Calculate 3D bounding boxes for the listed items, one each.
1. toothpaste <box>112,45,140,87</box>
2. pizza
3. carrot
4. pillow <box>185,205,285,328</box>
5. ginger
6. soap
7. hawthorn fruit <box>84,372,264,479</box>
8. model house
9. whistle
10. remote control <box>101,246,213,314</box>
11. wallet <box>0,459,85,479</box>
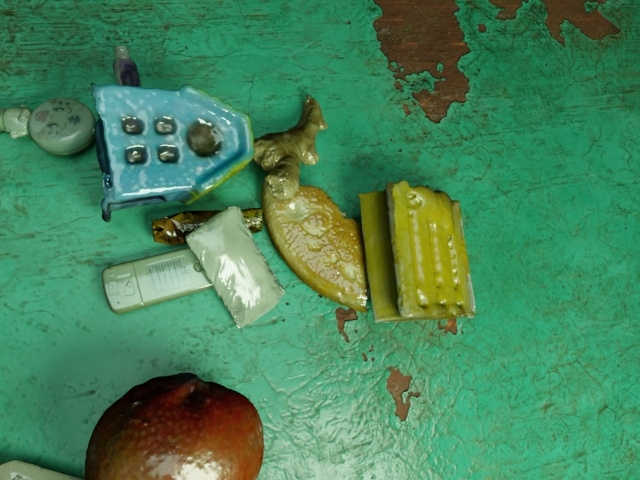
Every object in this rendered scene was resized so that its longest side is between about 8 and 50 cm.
[{"bbox_3d":[-0.397,-0.277,0.996,0.075,0.048,0.301,-11,84,-44],"label":"toothpaste"},{"bbox_3d":[0.000,0.000,1.004,0.365,0.074,0.182,46,72,4],"label":"pizza"},{"bbox_3d":[-0.230,-0.031,0.959,0.229,0.069,0.069,-7,77,-18],"label":"carrot"},{"bbox_3d":[-0.166,0.054,0.929,0.128,0.051,0.229,-34,106,-27],"label":"pillow"},{"bbox_3d":[-0.066,-0.210,1.016,0.148,0.081,0.333,20,48,12],"label":"ginger"},{"bbox_3d":[0.216,0.032,0.994,0.259,0.143,0.281,9,69,-38],"label":"soap"},{"bbox_3d":[-0.228,0.364,0.750,0.295,0.295,0.311,-9,112,-16],"label":"hawthorn fruit"},{"bbox_3d":[-0.277,-0.170,0.882,0.303,0.237,0.215,-12,93,-25],"label":"model house"},{"bbox_3d":[-0.574,-0.235,0.933,0.258,0.067,0.126,4,64,-8],"label":"whistle"},{"bbox_3d":[-0.311,0.073,0.926,0.233,0.038,0.098,-15,80,-18],"label":"remote control"},{"bbox_3d":[-0.474,0.524,0.748,0.335,0.068,0.274,21,74,-6],"label":"wallet"}]
